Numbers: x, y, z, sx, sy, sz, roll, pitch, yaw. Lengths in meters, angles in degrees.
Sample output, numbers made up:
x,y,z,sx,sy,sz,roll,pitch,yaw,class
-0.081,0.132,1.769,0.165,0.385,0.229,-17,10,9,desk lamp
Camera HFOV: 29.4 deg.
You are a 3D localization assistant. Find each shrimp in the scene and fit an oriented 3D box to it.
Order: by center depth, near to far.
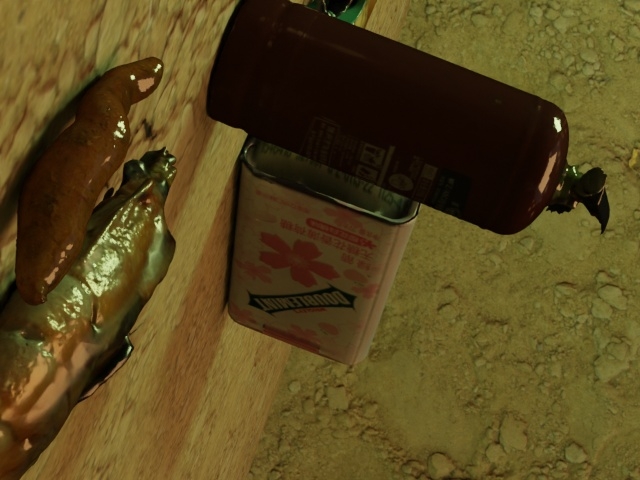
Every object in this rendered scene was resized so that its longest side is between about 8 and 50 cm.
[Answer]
x,y,z,sx,sy,sz,roll,pitch,yaw,class
-0.134,0.054,0.685,0.254,0.059,0.145,-65,176,-54,shrimp

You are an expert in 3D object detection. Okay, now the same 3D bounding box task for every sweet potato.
x,y,z,sx,sy,sz,roll,pitch,yaw,class
-0.115,-0.041,0.602,0.044,0.044,0.179,105,0,-50,sweet potato

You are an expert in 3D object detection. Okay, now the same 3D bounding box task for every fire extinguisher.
x,y,z,sx,sy,sz,roll,pitch,yaw,class
0.085,-0.086,0.978,0.135,0.337,0.114,95,17,-80,fire extinguisher

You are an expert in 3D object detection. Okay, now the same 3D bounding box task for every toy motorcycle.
x,y,z,sx,sy,sz,roll,pitch,yaw,class
0.023,-0.277,1.274,0.100,0.058,0.173,-54,163,-52,toy motorcycle

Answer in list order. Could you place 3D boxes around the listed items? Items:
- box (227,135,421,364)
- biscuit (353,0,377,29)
x,y,z,sx,sy,sz,roll,pitch,yaw,class
0.000,0.000,1.353,0.370,0.190,0.112,105,5,-60,box
0.046,-0.303,1.537,0.154,0.045,0.299,85,24,-78,biscuit
